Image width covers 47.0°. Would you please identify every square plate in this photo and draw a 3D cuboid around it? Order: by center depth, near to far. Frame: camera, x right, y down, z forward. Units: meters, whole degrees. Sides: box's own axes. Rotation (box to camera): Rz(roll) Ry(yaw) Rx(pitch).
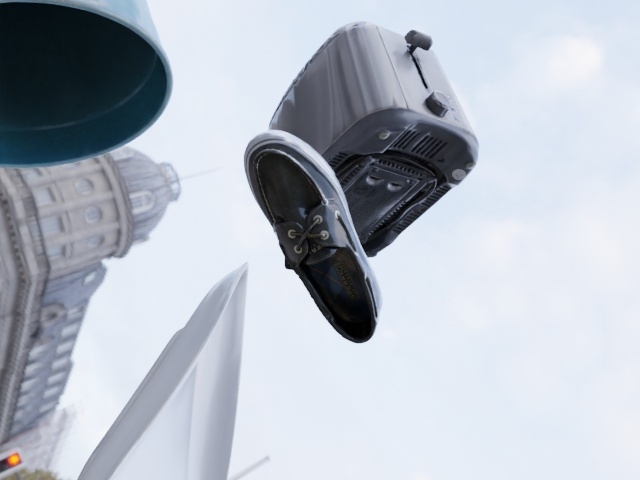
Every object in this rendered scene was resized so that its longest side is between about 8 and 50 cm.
[{"bbox_3d":[-0.140,0.235,0.634,0.049,0.347,0.343,11,-64,6],"label":"square plate"}]

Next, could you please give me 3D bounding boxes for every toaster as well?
[{"bbox_3d":[0.032,-0.084,0.668,0.227,0.129,0.146,-46,-139,43],"label":"toaster"}]

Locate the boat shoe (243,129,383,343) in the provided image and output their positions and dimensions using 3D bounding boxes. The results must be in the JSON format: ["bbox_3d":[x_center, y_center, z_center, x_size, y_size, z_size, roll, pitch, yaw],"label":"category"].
[{"bbox_3d":[0.000,0.000,0.437,0.049,0.040,0.142,-26,-66,13],"label":"boat shoe"}]

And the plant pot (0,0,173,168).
[{"bbox_3d":[-0.309,-0.250,0.753,0.272,0.272,0.255,-43,-124,50],"label":"plant pot"}]
